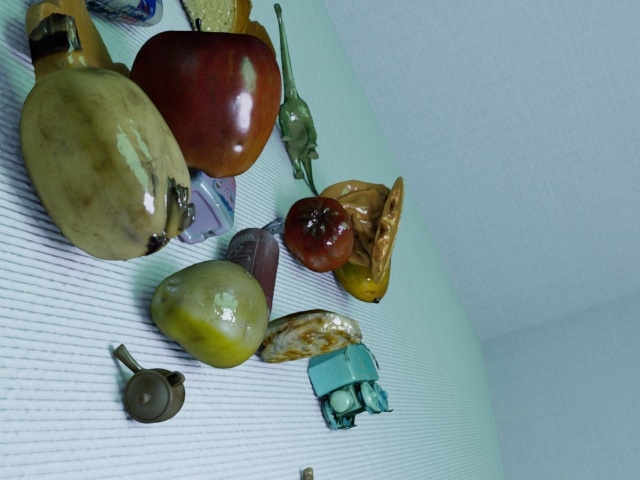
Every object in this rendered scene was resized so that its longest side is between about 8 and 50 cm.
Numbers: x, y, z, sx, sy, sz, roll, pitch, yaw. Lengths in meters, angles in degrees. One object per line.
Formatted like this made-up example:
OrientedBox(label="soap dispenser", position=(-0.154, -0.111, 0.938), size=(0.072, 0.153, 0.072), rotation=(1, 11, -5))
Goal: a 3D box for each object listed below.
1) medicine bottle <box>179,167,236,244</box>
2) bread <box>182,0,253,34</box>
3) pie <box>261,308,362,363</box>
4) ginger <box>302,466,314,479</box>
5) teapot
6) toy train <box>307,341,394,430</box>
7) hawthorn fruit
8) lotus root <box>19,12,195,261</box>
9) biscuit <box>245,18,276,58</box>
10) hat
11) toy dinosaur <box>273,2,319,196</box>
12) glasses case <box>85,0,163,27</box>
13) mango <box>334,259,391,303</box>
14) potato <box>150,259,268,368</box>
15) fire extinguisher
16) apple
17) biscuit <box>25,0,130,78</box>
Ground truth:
OrientedBox(label="medicine bottle", position=(-0.197, -0.097, 1.470), size=(0.188, 0.094, 0.119), rotation=(-92, 157, -50))
OrientedBox(label="bread", position=(-0.217, -0.512, 1.878), size=(0.129, 0.134, 0.260), rotation=(-74, 141, -65))
OrientedBox(label="pie", position=(-0.018, 0.164, 1.606), size=(0.205, 0.178, 0.084), rotation=(30, 47, -78))
OrientedBox(label="ginger", position=(-0.023, 0.425, 1.538), size=(0.048, 0.030, 0.097), rotation=(95, -6, -48))
OrientedBox(label="teapot", position=(-0.209, 0.169, 1.124), size=(0.110, 0.085, 0.080), rotation=(53, 9, 14))
OrientedBox(label="toy train", position=(0.058, 0.295, 1.855), size=(0.163, 0.112, 0.203), rotation=(67, 13, 15))
OrientedBox(label="hawthorn fruit", position=(0.000, 0.000, 1.977), size=(0.194, 0.156, 0.157), rotation=(80, 1, -50))
OrientedBox(label="lotus root", position=(-0.273, -0.124, 1.097), size=(0.310, 0.182, 0.183), rotation=(65, 15, -7))
OrientedBox(label="biscuit", position=(-0.161, -0.424, 2.134), size=(0.334, 0.047, 0.202), rotation=(-77, 146, -61))
OrientedBox(label="hat", position=(0.053, -0.046, 2.116), size=(0.233, 0.233, 0.244), rotation=(-55, 154, -52))
OrientedBox(label="toy dinosaur", position=(-0.066, -0.323, 2.229), size=(0.447, 0.087, 0.301), rotation=(79, -1, -56))
OrientedBox(label="glasses case", position=(-0.337, -0.418, 1.431), size=(0.327, 0.076, 0.125), rotation=(-10, 81, -74))
OrientedBox(label="mango", position=(0.093, 0.004, 2.290), size=(0.187, 0.144, 0.359), rotation=(51, 20, -48))
OrientedBox(label="potato", position=(-0.160, 0.099, 1.290), size=(0.194, 0.157, 0.157), rotation=(22, 48, -53))
OrientedBox(label="fire extinguisher", position=(-0.115, 0.051, 1.554), size=(0.269, 0.104, 0.105), rotation=(-85, 151, -59))
OrientedBox(label="apple", position=(-0.170, -0.207, 1.323), size=(0.234, 0.234, 0.234), rotation=(-20, 90, -75))
OrientedBox(label="biscuit", position=(-0.315, -0.199, 1.282), size=(0.216, 0.047, 0.340), rotation=(-88, 158, -49))
